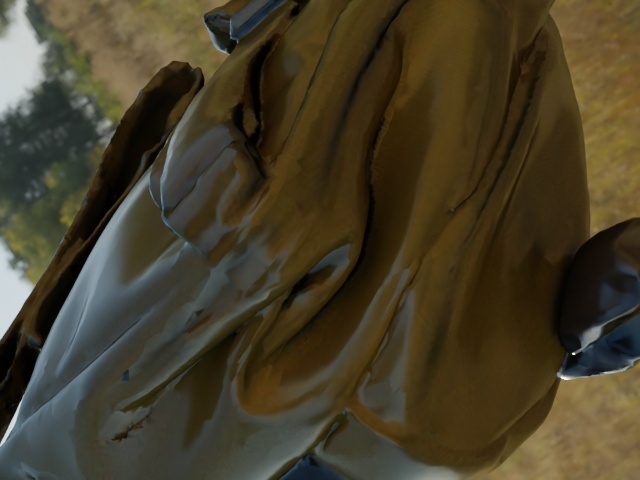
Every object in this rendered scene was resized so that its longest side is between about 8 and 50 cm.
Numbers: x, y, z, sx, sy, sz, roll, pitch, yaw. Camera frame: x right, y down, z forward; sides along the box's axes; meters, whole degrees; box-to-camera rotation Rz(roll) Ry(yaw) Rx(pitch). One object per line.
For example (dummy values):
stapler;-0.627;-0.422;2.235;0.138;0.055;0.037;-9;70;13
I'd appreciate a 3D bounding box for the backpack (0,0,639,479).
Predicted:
backpack;-0.004;-0.004;0.604;0.201;0.378;0.353;37;143;-17
